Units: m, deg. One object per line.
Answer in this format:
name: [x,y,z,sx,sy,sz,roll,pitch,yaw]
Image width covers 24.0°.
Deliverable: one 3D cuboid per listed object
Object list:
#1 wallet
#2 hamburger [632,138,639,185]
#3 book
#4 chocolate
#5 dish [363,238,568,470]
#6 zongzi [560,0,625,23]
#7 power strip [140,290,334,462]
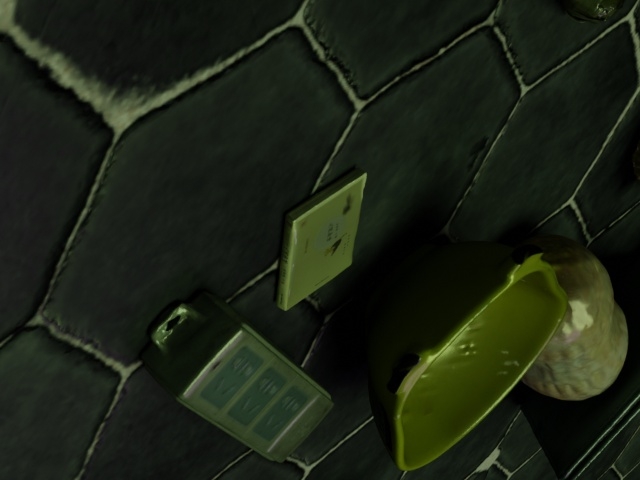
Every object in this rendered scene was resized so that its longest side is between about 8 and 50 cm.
wallet: [0.339,0.149,1.743,0.251,0.054,0.290,-51,-171,9]
hamburger: [0.412,-0.108,1.591,0.173,0.116,0.210,-41,151,-36]
book: [0.000,0.000,1.165,0.077,0.014,0.111,-35,152,-30]
chocolate: [0.249,0.088,1.570,0.134,0.134,0.309,-48,155,-2]
dish: [0.107,0.081,1.347,0.221,0.108,0.262,-44,156,-10]
zongzi: [0.229,-0.246,1.182,0.130,0.062,0.154,-22,133,-81]
power strip: [-0.059,0.111,1.179,0.078,0.052,0.272,-47,155,-4]
